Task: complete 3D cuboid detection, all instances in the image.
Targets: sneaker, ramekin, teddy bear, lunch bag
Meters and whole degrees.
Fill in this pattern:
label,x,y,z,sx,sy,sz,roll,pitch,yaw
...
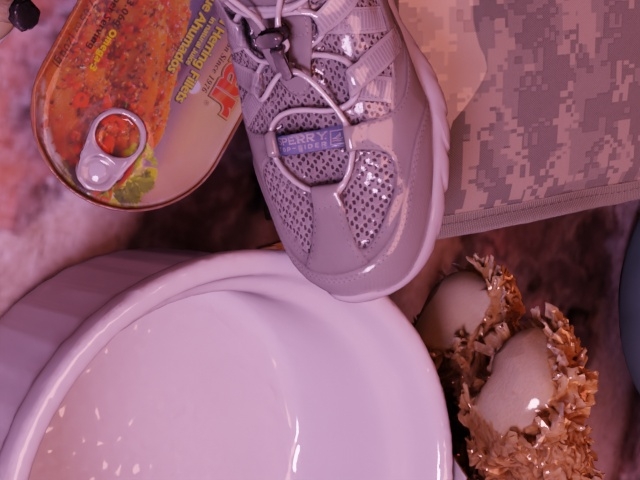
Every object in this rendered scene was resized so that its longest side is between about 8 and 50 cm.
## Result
label,x,y,z,sx,sy,sz,roll,pitch,yaw
sneaker,-0.018,-0.106,0.735,0.115,0.105,0.281,-11,88,-62
ramekin,-0.074,0.133,0.836,0.277,0.135,0.277,-6,101,-35
teddy bear,0.117,0.174,0.924,0.113,0.245,0.338,-11,98,-23
lunch bag,0.114,-0.135,0.912,0.287,0.169,0.235,-8,101,-30

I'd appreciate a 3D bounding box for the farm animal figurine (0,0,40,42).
label,x,y,z,sx,sy,sz,roll,pitch,yaw
farm animal figurine,-0.179,-0.293,0.687,0.330,0.172,0.327,-58,137,-24

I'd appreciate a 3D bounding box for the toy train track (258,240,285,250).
label,x,y,z,sx,sy,sz,roll,pitch,yaw
toy train track,0.000,0.000,0.944,0.083,0.014,0.048,-16,107,-34

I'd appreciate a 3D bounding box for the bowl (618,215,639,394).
label,x,y,z,sx,sy,sz,roll,pitch,yaw
bowl,0.332,0.042,1.100,0.311,0.163,0.311,-7,102,-36

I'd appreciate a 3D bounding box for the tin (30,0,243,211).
label,x,y,z,sx,sy,sz,roll,pitch,yaw
tin,-0.079,-0.105,0.820,0.106,0.040,0.190,30,91,-4
